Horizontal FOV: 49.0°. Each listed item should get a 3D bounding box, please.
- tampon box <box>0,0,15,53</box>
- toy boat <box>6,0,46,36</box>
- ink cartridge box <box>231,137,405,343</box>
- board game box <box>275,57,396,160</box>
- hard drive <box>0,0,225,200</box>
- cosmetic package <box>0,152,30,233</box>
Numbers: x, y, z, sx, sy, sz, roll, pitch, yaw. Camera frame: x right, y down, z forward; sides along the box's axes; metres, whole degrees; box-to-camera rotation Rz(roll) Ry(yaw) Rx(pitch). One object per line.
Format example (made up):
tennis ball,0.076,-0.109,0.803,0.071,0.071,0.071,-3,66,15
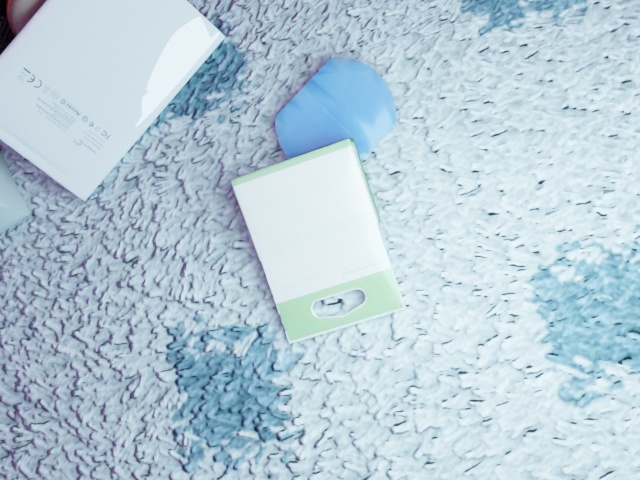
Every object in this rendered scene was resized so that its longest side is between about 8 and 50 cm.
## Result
tampon box,-0.549,-0.349,1.071,0.121,0.161,0.101,20,86,16
toy boat,-0.370,-0.379,1.063,0.231,0.151,0.151,-47,44,1
ink cartridge box,0.000,0.000,0.939,0.171,0.056,0.234,-18,97,10
board game box,0.024,-0.164,0.973,0.168,0.033,0.133,-46,79,8
hard drive,-0.321,-0.244,1.003,0.210,0.040,0.318,40,92,-22
cosmetic package,-0.661,-0.124,1.092,0.285,0.097,0.377,-33,75,8
